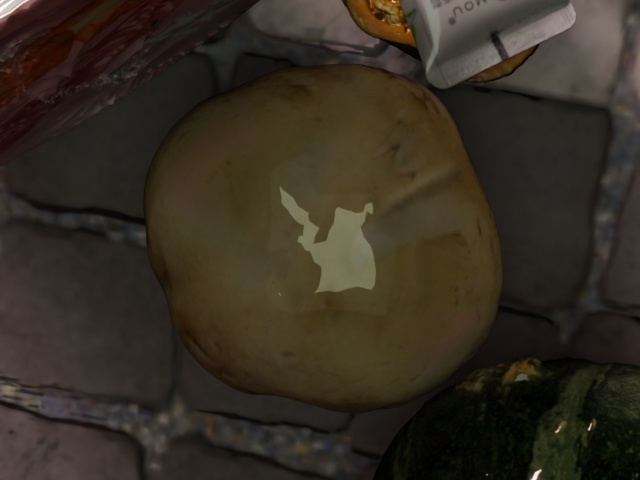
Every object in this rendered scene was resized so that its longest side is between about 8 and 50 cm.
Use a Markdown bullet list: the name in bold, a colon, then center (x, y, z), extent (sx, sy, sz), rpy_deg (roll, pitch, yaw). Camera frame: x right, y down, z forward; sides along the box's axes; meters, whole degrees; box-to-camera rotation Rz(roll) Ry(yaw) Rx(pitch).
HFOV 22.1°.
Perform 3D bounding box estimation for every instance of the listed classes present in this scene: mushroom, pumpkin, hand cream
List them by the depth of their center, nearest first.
- **hand cream**: center (0.029, -0.156, 0.629), extent (0.067, 0.042, 0.194), rpy_deg (-26, 91, -17)
- **pumpkin**: center (0.102, 0.135, 0.635), extent (0.190, 0.146, 0.190), rpy_deg (11, 136, 11)
- **mushroom**: center (0.000, 0.000, 0.636), extent (0.148, 0.112, 0.148), rpy_deg (1, 100, 7)
- **pumpkin**: center (0.047, -0.094, 0.655), extent (0.083, 0.028, 0.050), rpy_deg (26, 88, -4)

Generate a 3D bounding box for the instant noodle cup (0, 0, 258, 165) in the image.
- **instant noodle cup**: center (-0.142, -0.155, 0.562), extent (0.243, 0.243, 0.231), rpy_deg (-32, 91, 10)
